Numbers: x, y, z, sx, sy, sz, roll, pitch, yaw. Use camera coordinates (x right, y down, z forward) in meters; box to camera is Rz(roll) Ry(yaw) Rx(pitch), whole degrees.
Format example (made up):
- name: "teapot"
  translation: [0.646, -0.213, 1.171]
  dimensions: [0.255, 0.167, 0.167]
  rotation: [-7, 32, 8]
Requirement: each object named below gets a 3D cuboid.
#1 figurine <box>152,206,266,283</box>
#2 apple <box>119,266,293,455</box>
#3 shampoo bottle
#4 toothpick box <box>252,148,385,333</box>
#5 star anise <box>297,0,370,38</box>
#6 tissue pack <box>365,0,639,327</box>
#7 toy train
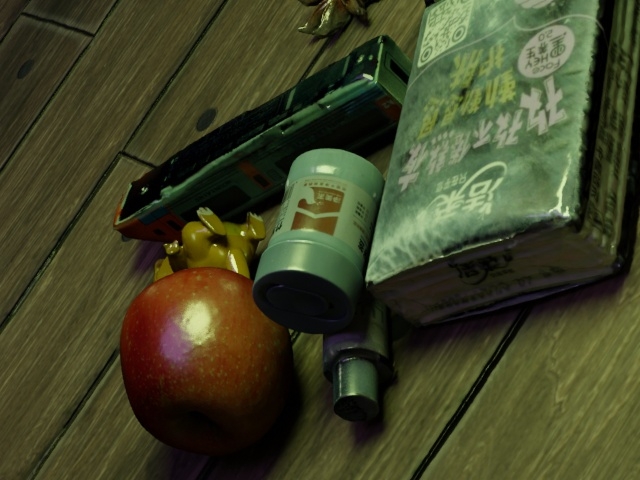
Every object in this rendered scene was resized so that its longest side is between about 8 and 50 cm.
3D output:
- name: "figurine"
  translation: [-0.128, 0.050, 1.980]
  dimensions: [0.176, 0.121, 0.122]
  rotation: [-37, 61, 45]
- name: "apple"
  translation: [-0.117, 0.121, 1.806]
  dimensions: [0.181, 0.181, 0.168]
  rotation: [-24, 43, 36]
- name: "shampoo bottle"
  translation: [0.035, 0.081, 1.759]
  dimensions: [0.072, 0.072, 0.214]
  rotation: [-31, 38, 29]
- name: "toothpick box"
  translation: [0.000, 0.000, 1.729]
  dimensions: [0.101, 0.101, 0.153]
  rotation: [-21, 41, 39]
- name: "star anise"
  translation: [0.026, -0.291, 2.145]
  dimensions: [0.141, 0.042, 0.141]
  rotation: [-28, 43, 29]
- name: "tissue pack"
  translation: [0.182, -0.110, 1.721]
  dimensions: [0.259, 0.122, 0.361]
  rotation: [-21, 46, 41]
- name: "toy train"
  translation: [-0.065, -0.096, 2.029]
  dimensions: [0.409, 0.089, 0.086]
  rotation: [-28, 35, 33]
